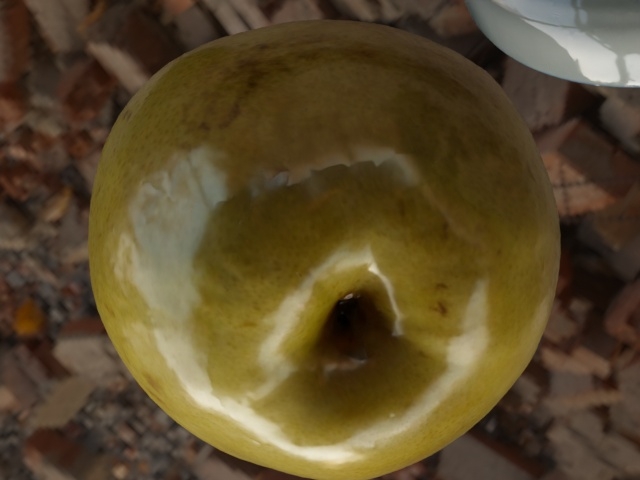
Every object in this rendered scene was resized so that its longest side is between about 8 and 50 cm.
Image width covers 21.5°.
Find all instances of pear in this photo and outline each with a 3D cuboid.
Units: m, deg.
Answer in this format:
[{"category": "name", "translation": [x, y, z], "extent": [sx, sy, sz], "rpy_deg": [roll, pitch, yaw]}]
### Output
[{"category": "pear", "translation": [0.000, 0.000, 1.070], "extent": [0.314, 0.314, 0.314], "rpy_deg": [16, 126, 22]}]

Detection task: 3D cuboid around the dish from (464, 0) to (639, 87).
[{"category": "dish", "translation": [0.180, -0.223, 0.878], "extent": [0.273, 0.273, 0.134], "rpy_deg": [1, 142, 31]}]
